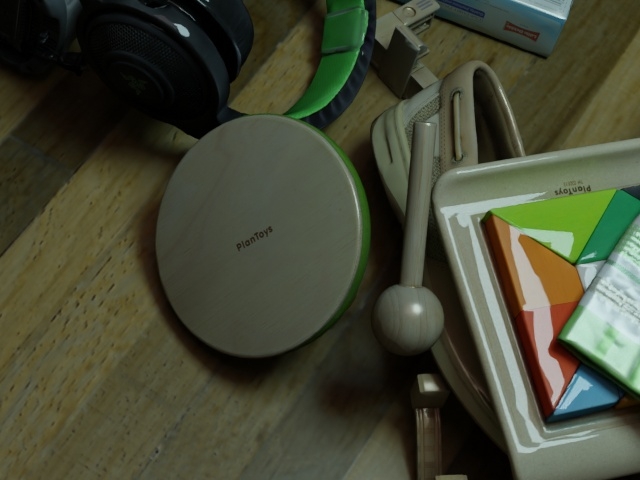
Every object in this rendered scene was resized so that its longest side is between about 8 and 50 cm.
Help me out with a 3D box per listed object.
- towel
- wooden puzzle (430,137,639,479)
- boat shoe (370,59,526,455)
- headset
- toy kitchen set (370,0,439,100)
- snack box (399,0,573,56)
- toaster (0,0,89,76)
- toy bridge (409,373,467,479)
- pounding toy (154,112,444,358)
[{"bbox_3d":[0.246,0.046,1.146,0.113,0.023,0.152,36,66,6],"label":"towel"},{"bbox_3d":[0.211,0.044,1.168,0.221,0.044,0.238,-10,74,-16],"label":"wooden puzzle"},{"bbox_3d":[0.136,0.012,1.241,0.122,0.110,0.341,18,45,-48],"label":"boat shoe"},{"bbox_3d":[-0.098,-0.216,1.244,0.394,0.185,0.243,16,75,-37],"label":"headset"},{"bbox_3d":[0.090,-0.169,1.393,0.075,0.068,0.083,-32,70,-26],"label":"toy kitchen set"},{"bbox_3d":[0.170,-0.332,1.512,0.187,0.060,0.322,21,58,2],"label":"snack box"},{"bbox_3d":[-0.252,-0.242,1.336,0.227,0.129,0.146,28,56,5],"label":"toaster"},{"bbox_3d":[0.087,0.187,1.178,0.026,0.063,0.188,0,58,-11],"label":"toy bridge"},{"bbox_3d":[0.000,0.000,1.241,0.237,0.110,0.183,1,87,30],"label":"pounding toy"}]
